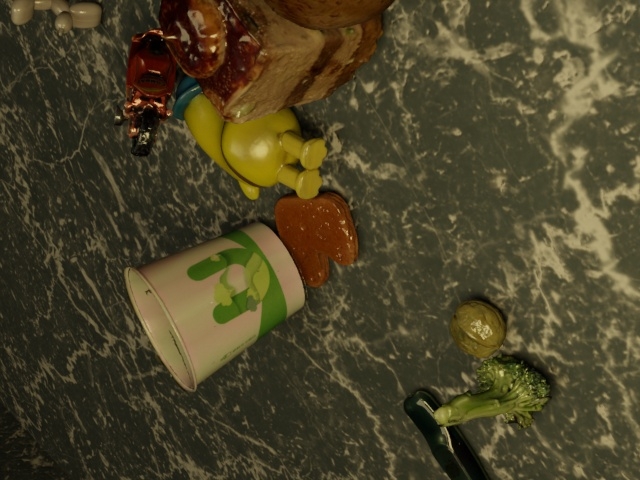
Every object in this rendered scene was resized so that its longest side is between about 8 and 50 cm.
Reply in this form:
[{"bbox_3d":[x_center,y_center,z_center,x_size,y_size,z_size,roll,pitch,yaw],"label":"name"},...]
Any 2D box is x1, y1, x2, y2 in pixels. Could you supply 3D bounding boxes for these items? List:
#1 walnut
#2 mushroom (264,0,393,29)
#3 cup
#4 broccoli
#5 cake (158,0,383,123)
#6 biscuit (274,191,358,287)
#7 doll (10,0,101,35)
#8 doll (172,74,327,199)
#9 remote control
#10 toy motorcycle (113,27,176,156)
[{"bbox_3d":[0.240,0.133,1.434,0.092,0.092,0.092,29,134,35],"label":"walnut"},{"bbox_3d":[-0.004,-0.457,1.139,0.356,0.334,0.331,42,141,7],"label":"mushroom"},{"bbox_3d":[-0.188,0.108,1.731,0.253,0.274,0.253,47,152,33],"label":"cup"},{"bbox_3d":[0.249,0.235,1.392,0.122,0.204,0.118,46,128,34],"label":"broccoli"},{"bbox_3d":[-0.084,-0.297,1.344,0.199,0.293,0.196,60,144,8],"label":"cake"},{"bbox_3d":[0.000,0.000,1.659,0.192,0.036,0.186,3,118,49],"label":"biscuit"},{"bbox_3d":[-0.539,-0.466,1.870,0.161,0.160,0.059,46,142,16],"label":"doll"},{"bbox_3d":[-0.137,-0.176,1.614,0.363,0.145,0.199,30,120,39],"label":"doll"},{"bbox_3d":[0.222,0.359,1.637,0.222,0.042,0.072,55,141,6],"label":"remote control"},{"bbox_3d":[-0.311,-0.280,1.699,0.298,0.089,0.171,-99,29,-50],"label":"toy motorcycle"}]
